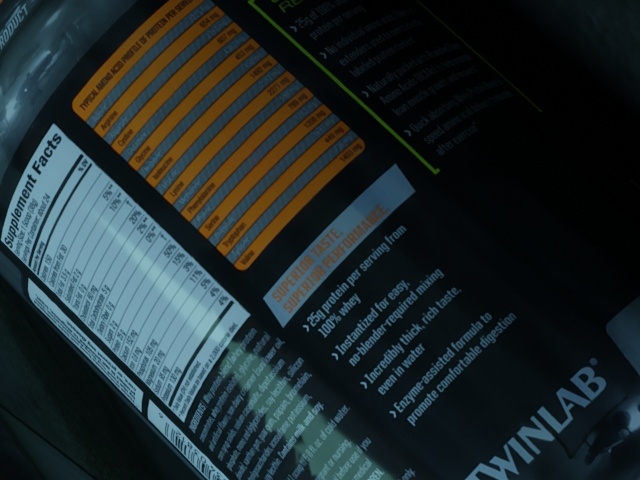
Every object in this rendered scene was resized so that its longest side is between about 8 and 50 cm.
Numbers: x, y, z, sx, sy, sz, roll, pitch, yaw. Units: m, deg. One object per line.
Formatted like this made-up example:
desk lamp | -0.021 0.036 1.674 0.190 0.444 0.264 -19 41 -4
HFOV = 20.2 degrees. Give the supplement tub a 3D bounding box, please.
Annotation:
supplement tub | 0.000 0.000 0.729 0.338 0.207 0.207 44 159 15
